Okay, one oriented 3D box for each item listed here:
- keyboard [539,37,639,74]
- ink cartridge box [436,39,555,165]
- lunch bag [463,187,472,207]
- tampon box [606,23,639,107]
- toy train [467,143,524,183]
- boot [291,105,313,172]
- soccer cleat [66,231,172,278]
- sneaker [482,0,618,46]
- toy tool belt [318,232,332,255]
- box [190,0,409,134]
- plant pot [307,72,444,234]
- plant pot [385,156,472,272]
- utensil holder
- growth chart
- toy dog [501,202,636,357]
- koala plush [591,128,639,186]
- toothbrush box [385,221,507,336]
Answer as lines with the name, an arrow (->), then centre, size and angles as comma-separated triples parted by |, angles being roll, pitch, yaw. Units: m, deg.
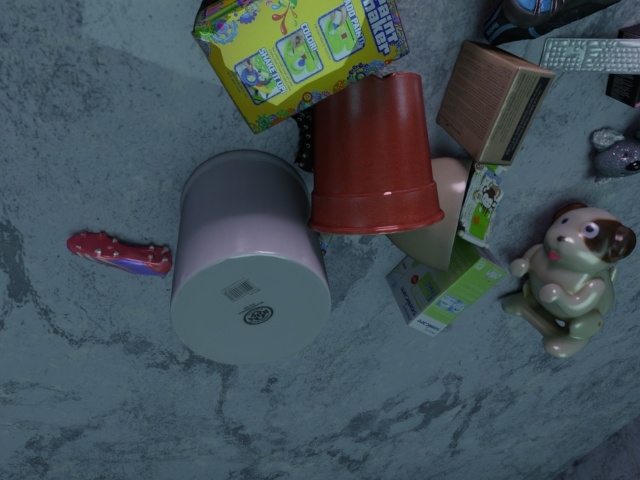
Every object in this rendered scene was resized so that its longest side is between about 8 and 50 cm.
keyboard -> 0.637, -0.412, 0.936 | 0.256, 0.014, 0.072 | 9, 133, 17
ink cartridge box -> 0.356, -0.297, 0.894 | 0.088, 0.234, 0.193 | 3, 126, -13
lunch bag -> 0.421, -0.104, 1.158 | 0.053, 0.071, 0.083 | -37, 125, 17
tampon box -> 0.774, -0.417, 0.981 | 0.120, 0.101, 0.161 | -16, 128, 0
toy train -> 0.442, -0.227, 1.091 | 0.166, 0.046, 0.125 | -34, 140, 8
boot -> -0.036, -0.239, 0.929 | 0.236, 0.085, 0.178 | -1, 130, -31
soccer cleat -> -0.506, 0.046, 1.063 | 0.248, 0.083, 0.095 | 11, 128, -23
sneaker -> 0.489, -0.501, 0.861 | 0.341, 0.139, 0.125 | -21, 88, -15
toy tool belt -> 0.000, 0.000, 1.164 | 0.051, 0.052, 0.083 | 24, 120, 9
box -> -0.044, -0.370, 0.715 | 0.279, 0.290, 0.177 | -26, 128, 8
plant pot -> 0.095, -0.170, 0.809 | 0.272, 0.272, 0.265 | -8, 104, -7
plant pot -> 0.251, -0.079, 1.046 | 0.191, 0.284, 0.284 | 13, 130, 18
utensil holder -> -0.156, 0.029, 0.932 | 0.327, 0.385, 0.327 | -6, 128, -8
growth chart -> 0.423, -0.100, 1.084 | 0.172, 0.021, 0.237 | 8, 97, -38
toy dog -> 0.779, 0.097, 1.263 | 0.395, 0.284, 0.408 | -14, 126, -3
koala plush -> 0.850, -0.230, 1.119 | 0.221, 0.203, 0.196 | -13, 122, 24
toothbrush box -> 0.350, 0.103, 1.213 | 0.122, 0.206, 0.283 | 26, 118, -28
